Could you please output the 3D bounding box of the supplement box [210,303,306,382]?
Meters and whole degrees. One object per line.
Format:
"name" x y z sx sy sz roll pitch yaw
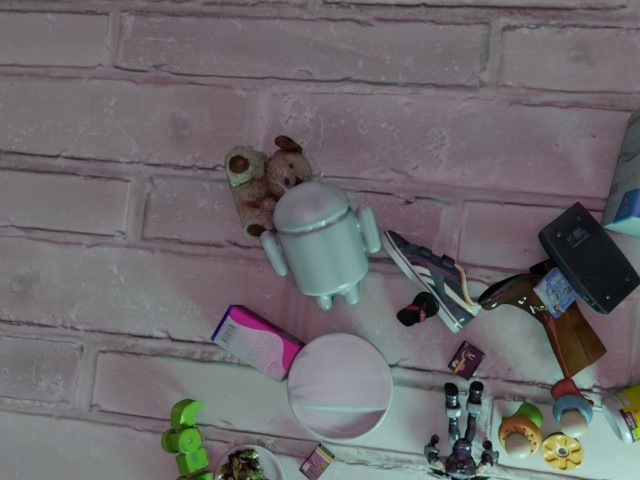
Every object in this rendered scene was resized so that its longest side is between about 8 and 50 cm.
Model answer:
"supplement box" -0.162 0.272 1.639 0.220 0.114 0.111 30 88 12

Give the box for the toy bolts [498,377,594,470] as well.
"toy bolts" 0.562 0.465 1.450 0.218 0.158 0.228 42 115 6

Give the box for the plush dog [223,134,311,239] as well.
"plush dog" -0.132 -0.161 1.667 0.226 0.210 0.262 -17 111 -7

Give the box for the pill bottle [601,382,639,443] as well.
"pill bottle" 0.803 0.397 1.475 0.215 0.117 0.117 -25 81 5

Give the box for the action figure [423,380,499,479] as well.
"action figure" 0.359 0.504 1.546 0.185 0.099 0.284 2 97 2

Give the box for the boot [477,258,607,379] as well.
"boot" 0.550 0.211 1.528 0.264 0.096 0.280 -20 83 -25

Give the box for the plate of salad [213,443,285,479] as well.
"plate of salad" -0.192 0.648 1.638 0.200 0.048 0.199 -1 85 9

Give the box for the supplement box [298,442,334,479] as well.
"supplement box" -0.009 0.587 1.618 0.055 0.043 0.083 40 90 10

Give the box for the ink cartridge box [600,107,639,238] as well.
"ink cartridge box" 0.807 -0.171 1.479 0.129 0.223 0.307 15 87 9

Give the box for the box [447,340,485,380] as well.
"box" 0.376 0.310 1.583 0.062 0.052 0.083 33 89 11

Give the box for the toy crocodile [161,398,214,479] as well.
"toy crocodile" -0.340 0.599 1.643 0.115 0.105 0.340 -23 79 48

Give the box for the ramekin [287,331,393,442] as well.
"ramekin" 0.055 0.372 1.588 0.273 0.127 0.272 -1 84 8

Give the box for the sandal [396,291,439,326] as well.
"sandal" 0.243 0.185 1.560 0.067 0.179 0.040 46 55 5

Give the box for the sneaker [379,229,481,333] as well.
"sneaker" 0.290 0.078 1.585 0.127 0.126 0.321 -40 91 8

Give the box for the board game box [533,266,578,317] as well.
"board game box" 0.575 0.126 1.496 0.090 0.020 0.090 -39 91 -26

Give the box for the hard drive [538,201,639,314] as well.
"hard drive" 0.667 0.045 1.532 0.172 0.054 0.254 -33 82 -25

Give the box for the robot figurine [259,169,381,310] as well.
"robot figurine" 0.000 0.000 1.563 0.300 0.200 0.353 -16 109 7
